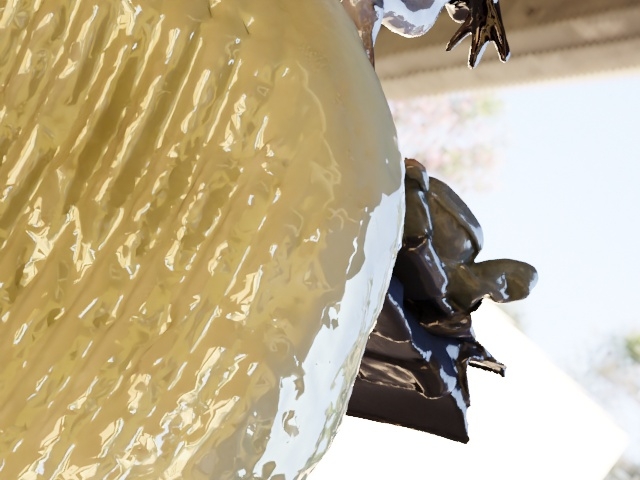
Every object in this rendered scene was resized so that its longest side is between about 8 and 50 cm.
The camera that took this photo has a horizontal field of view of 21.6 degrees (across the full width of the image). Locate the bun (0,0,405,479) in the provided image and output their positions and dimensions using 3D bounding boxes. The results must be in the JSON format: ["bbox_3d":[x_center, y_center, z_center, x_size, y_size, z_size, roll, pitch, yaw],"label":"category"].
[{"bbox_3d":[-0.096,-0.005,0.536,0.259,0.259,0.160,38,-15,9],"label":"bun"}]

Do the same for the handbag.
[{"bbox_3d":[0.000,0.000,1.188,0.269,0.118,0.325,12,-33,35],"label":"handbag"}]

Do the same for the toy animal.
[{"bbox_3d":[0.077,-0.211,1.251,0.090,0.324,0.195,-10,-81,23],"label":"toy animal"}]
